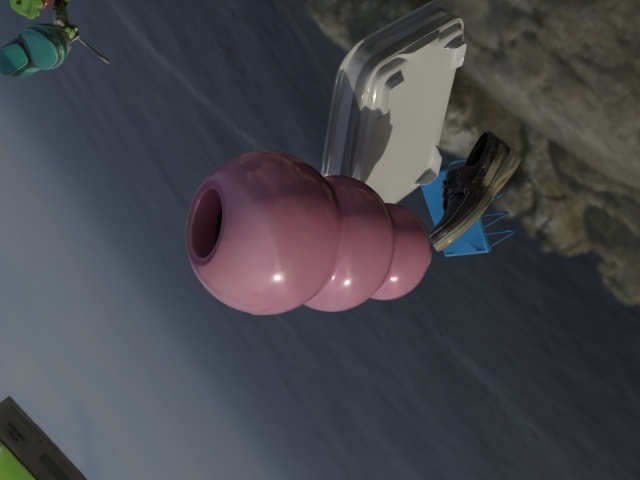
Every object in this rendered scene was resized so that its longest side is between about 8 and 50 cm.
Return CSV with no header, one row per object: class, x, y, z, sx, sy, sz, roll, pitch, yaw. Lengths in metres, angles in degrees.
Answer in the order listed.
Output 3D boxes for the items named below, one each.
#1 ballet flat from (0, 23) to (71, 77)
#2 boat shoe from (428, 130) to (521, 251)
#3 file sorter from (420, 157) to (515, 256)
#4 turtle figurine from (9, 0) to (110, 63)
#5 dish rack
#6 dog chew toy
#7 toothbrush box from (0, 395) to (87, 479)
ballet flat,-0.490,-0.343,1.963,0.247,0.087,0.083,-2,116,52
boat shoe,0.261,-0.093,2.001,0.092,0.285,0.103,44,146,-4
file sorter,0.288,-0.070,2.161,0.118,0.104,0.170,-8,105,53
turtle figurine,-0.495,-0.515,2.285,0.275,0.198,0.266,57,-159,-5
dish rack,0.112,-0.166,1.634,0.072,0.285,0.333,31,133,26
dog chew toy,0.000,0.000,1.433,0.332,0.207,0.206,8,-163,-31
toothbrush box,-0.581,0.443,1.921,0.206,0.283,0.122,48,-163,-1
